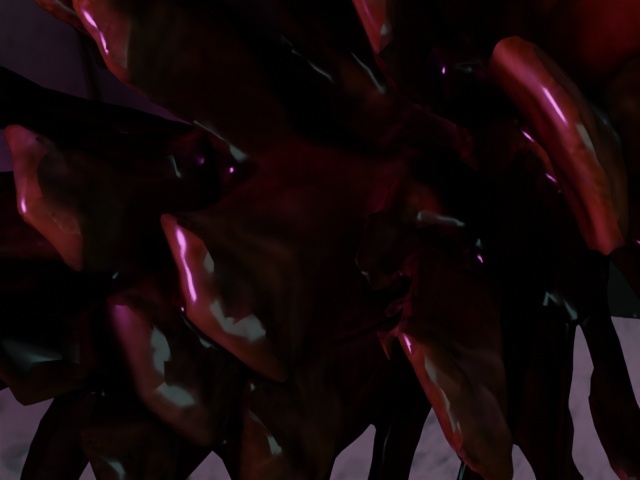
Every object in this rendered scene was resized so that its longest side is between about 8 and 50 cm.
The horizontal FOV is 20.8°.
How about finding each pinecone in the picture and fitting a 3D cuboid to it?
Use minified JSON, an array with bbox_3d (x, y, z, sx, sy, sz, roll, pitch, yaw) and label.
[{"bbox_3d":[0.000,0.000,0.685,0.384,0.384,0.384,-9,107,-29],"label":"pinecone"}]

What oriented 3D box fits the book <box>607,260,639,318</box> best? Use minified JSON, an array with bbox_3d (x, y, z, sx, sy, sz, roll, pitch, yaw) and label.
[{"bbox_3d":[0.207,-0.081,0.960,0.371,0.043,0.260,6,102,-31],"label":"book"}]
